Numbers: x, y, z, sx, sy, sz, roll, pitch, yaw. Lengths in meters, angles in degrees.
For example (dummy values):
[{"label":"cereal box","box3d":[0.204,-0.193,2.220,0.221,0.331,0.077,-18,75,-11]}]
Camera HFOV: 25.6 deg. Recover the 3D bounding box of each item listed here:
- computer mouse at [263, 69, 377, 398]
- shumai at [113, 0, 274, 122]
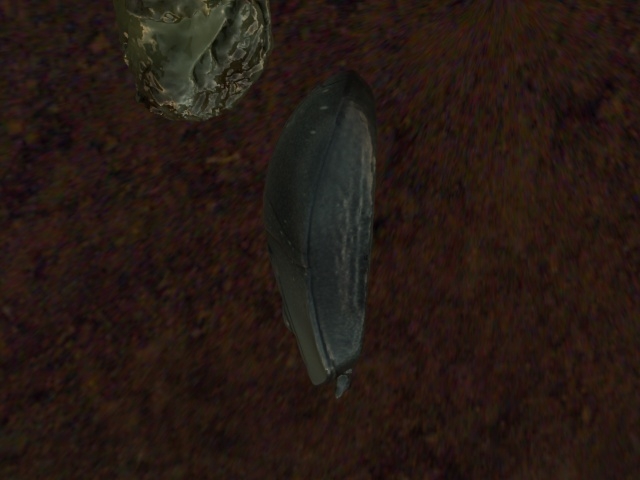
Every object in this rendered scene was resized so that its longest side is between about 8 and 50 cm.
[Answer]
[{"label":"computer mouse","box3d":[-0.006,-0.002,0.947,0.068,0.113,0.229,2,103,-7]},{"label":"shumai","box3d":[-0.136,-0.214,1.403,0.184,0.142,0.184,-2,83,12]}]
